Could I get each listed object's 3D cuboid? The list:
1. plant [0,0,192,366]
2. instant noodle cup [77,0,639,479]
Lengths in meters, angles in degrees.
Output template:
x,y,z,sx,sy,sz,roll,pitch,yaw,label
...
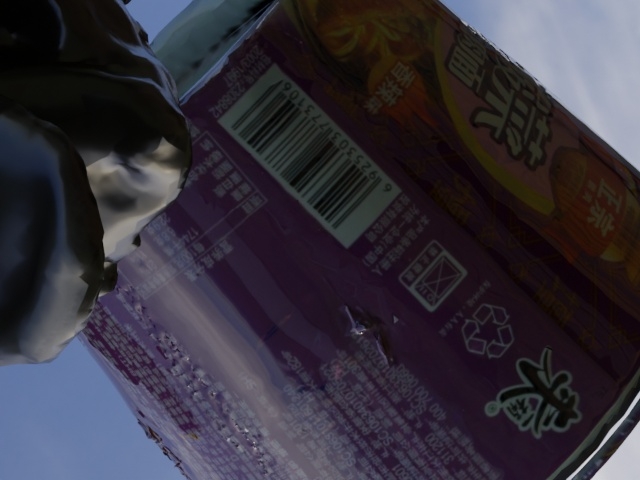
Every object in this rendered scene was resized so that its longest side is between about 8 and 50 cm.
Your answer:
x,y,z,sx,sy,sz,roll,pitch,yaw,label
-0.154,-0.054,0.455,0.188,0.199,0.276,43,-154,-42,plant
0.000,0.000,0.886,0.266,0.340,0.340,46,-141,-15,instant noodle cup
